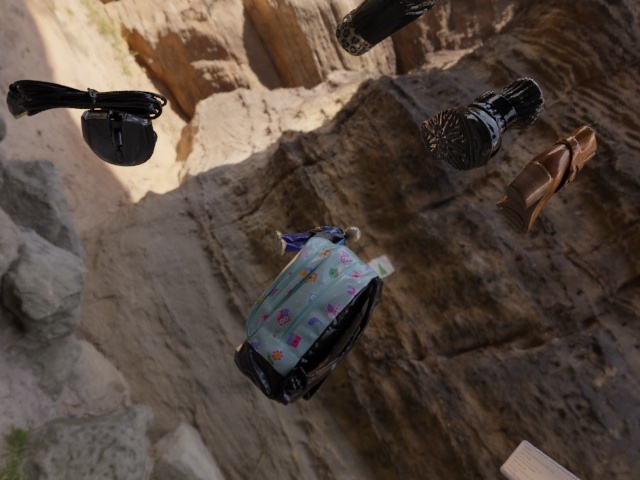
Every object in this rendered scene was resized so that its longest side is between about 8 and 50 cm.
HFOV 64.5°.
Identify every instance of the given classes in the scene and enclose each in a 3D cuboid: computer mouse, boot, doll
[{"bbox_3d":[-0.314,-0.145,0.694,0.262,0.184,0.060,171,-80,-68],"label":"computer mouse"},{"bbox_3d":[0.133,-0.401,0.850,0.085,0.178,0.236,55,38,-12],"label":"boot"},{"bbox_3d":[0.389,-0.268,1.130,0.348,0.260,0.131,-109,180,-74],"label":"boot"},{"bbox_3d":[0.537,-0.142,1.214,0.109,0.220,0.283,49,-1,29],"label":"boot"},{"bbox_3d":[0.000,0.000,1.119,0.129,0.188,0.046,-122,-151,-57],"label":"doll"}]

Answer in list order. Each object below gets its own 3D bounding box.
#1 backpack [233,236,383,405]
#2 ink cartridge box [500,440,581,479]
[{"bbox_3d":[-0.010,0.089,0.580,0.115,0.182,0.152,38,-9,10],"label":"backpack"},{"bbox_3d":[0.374,0.386,0.594,0.261,0.066,0.296,43,-4,4],"label":"ink cartridge box"}]
